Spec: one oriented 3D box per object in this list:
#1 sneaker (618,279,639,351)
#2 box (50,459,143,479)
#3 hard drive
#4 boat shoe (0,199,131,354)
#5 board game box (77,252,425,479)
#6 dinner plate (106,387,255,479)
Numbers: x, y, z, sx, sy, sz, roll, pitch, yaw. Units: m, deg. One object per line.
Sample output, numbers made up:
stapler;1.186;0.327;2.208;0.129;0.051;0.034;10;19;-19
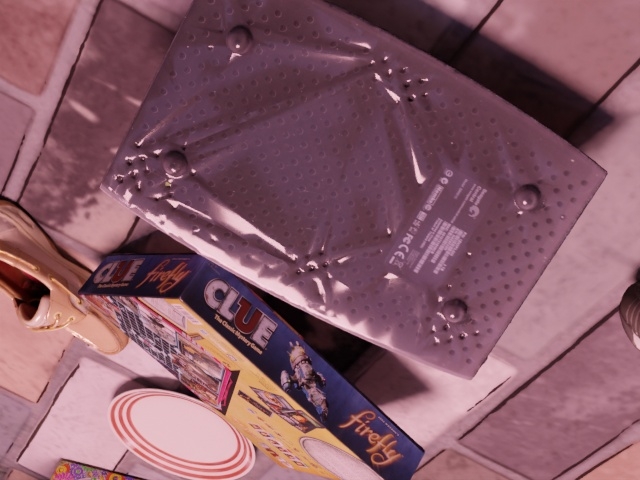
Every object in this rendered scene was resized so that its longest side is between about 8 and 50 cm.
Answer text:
sneaker;0.269;0.045;0.713;0.234;0.078;0.106;25;139;51
box;-0.168;0.405;1.177;0.279;0.290;0.177;11;139;11
hard drive;0.018;-0.041;0.730;0.254;0.054;0.172;27;109;-7
boat shoe;-0.219;0.043;0.974;0.063;0.059;0.170;-21;125;39
board game box;-0.054;0.100;0.940;0.243;0.042;0.165;45;155;-27
dinner plate;-0.124;0.173;1.111;0.141;0.017;0.141;13;140;11
